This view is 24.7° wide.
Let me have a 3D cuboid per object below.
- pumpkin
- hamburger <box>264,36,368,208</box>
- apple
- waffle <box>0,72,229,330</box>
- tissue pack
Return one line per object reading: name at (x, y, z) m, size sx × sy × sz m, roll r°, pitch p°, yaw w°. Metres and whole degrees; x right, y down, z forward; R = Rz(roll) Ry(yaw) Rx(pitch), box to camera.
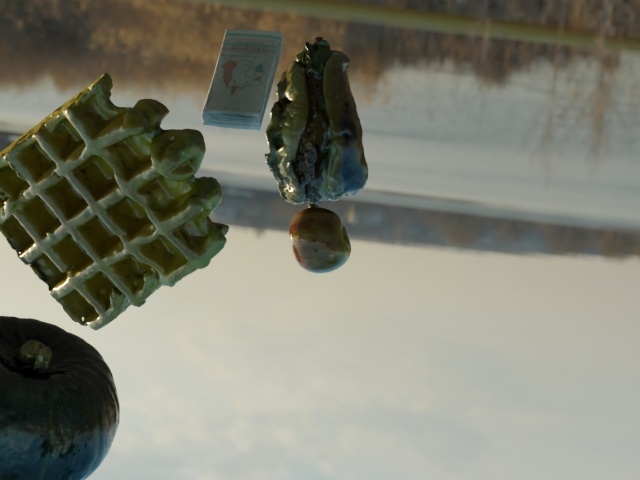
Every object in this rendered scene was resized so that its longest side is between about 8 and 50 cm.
pumpkin at (-0.420, 0.216, 1.989) m, size 0.300 × 0.207 × 0.300 m, roll 15°, pitch -156°, yaw -7°
hamburger at (0.006, -0.146, 1.925) m, size 0.129 × 0.206 × 0.183 m, roll 6°, pitch 148°, yaw 8°
apple at (0.000, 0.000, 1.811) m, size 0.071 × 0.084 × 0.084 m, roll -12°, pitch 179°, yaw 7°
waffle at (-0.155, -0.029, 1.100) m, size 0.211 × 0.160 × 0.055 m, roll -27°, pitch -163°, yaw 41°
tissue pack at (-0.070, -0.147, 1.327) m, size 0.056 × 0.108 × 0.023 m, roll 6°, pitch 142°, yaw 11°
